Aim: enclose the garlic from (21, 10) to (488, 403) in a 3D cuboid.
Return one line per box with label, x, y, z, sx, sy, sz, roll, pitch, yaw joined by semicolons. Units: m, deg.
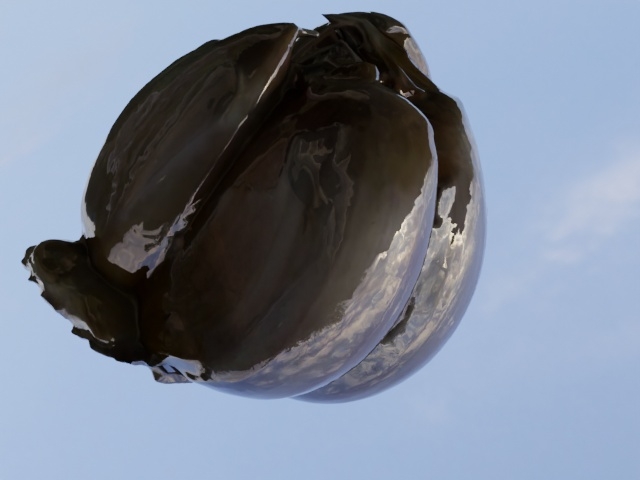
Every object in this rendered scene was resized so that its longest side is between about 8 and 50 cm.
garlic;0.000;0.000;0.761;0.191;0.214;0.160;-42;-118;16
